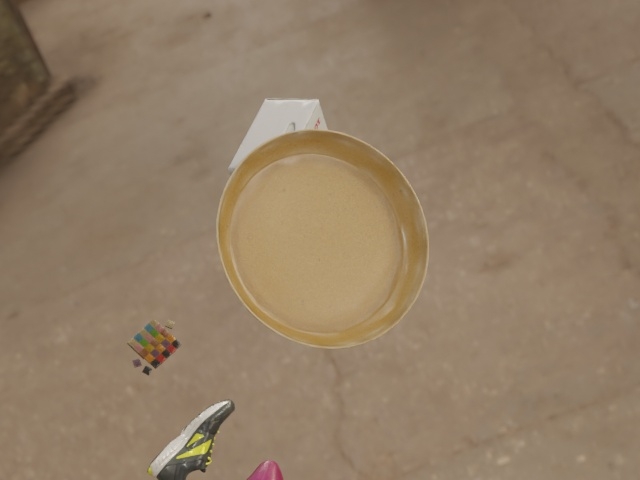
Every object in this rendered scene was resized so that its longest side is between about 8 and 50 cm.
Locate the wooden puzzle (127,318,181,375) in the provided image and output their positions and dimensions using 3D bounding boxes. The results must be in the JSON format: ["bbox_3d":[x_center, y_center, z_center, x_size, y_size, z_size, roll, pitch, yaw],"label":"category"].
[{"bbox_3d":[-0.209,0.131,1.910,0.083,0.049,0.006,-43,-9,-33],"label":"wooden puzzle"}]

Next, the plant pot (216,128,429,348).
[{"bbox_3d":[0.000,0.000,1.597,0.236,0.236,0.032,-35,0,-25],"label":"plant pot"}]

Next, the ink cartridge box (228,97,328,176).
[{"bbox_3d":[-0.032,-0.061,1.765,0.072,0.175,0.127,4,47,24],"label":"ink cartridge box"}]

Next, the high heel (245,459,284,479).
[{"bbox_3d":[-0.051,0.283,1.204,0.082,0.244,0.117,7,48,13],"label":"high heel"}]

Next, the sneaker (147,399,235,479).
[{"bbox_3d":[-0.092,0.156,1.155,0.083,0.035,0.031,-44,-2,-7],"label":"sneaker"}]
